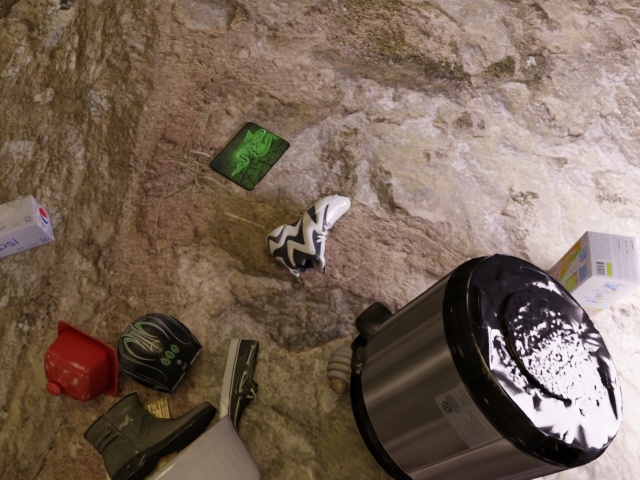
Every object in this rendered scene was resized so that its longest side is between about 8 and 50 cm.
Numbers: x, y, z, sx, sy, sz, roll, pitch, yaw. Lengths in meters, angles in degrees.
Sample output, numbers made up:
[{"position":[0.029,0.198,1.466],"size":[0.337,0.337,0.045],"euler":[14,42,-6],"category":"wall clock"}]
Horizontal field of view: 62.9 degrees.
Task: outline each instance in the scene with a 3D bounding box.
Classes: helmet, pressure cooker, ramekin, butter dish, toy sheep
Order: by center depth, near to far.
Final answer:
[{"position":[-0.239,0.459,0.940],"size":[0.277,0.277,0.135],"euler":[-37,83,-16],"category":"ramekin"},{"position":[0.257,0.264,0.969],"size":[0.375,0.420,0.370],"euler":[16,49,-25],"category":"pressure cooker"},{"position":[-0.517,0.275,1.094],"size":[0.159,0.160,0.118],"euler":[24,35,13],"category":"butter dish"},{"position":[-0.354,0.236,1.129],"size":[0.161,0.169,0.169],"euler":[35,68,-4],"category":"helmet"},{"position":[0.059,0.274,1.140],"size":[0.091,0.091,0.132],"euler":[20,52,11],"category":"toy sheep"}]

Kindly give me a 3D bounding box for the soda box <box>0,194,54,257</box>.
[{"position":[-0.824,-0.010,1.288],"size":[0.286,0.098,0.091],"euler":[-20,65,-8],"category":"soda box"}]

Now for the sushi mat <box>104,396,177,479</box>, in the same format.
[{"position":[-0.360,0.497,1.070],"size":[0.151,0.019,0.317],"euler":[-15,65,-8],"category":"sushi mat"}]

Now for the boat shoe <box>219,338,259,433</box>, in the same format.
[{"position":[-0.171,0.317,1.125],"size":[0.070,0.078,0.219],"euler":[2,62,3],"category":"boat shoe"}]

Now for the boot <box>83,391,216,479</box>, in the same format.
[{"position":[-0.354,0.373,1.080],"size":[0.246,0.083,0.161],"euler":[-35,63,-17],"category":"boot"}]

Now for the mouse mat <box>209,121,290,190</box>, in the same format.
[{"position":[-0.194,-0.235,1.440],"size":[0.152,0.007,0.190],"euler":[31,67,15],"category":"mouse mat"}]

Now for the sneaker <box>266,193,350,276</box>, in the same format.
[{"position":[0.000,0.000,1.272],"size":[0.235,0.094,0.153],"euler":[-30,68,-13],"category":"sneaker"}]

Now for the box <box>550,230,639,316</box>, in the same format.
[{"position":[0.601,0.079,1.161],"size":[0.103,0.203,0.114],"euler":[8,62,4],"category":"box"}]
